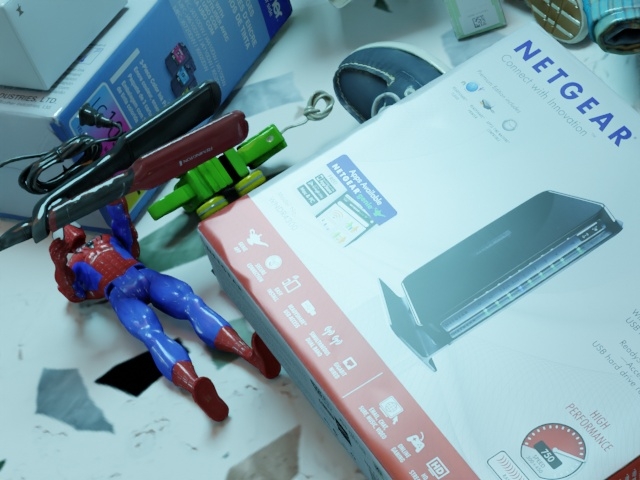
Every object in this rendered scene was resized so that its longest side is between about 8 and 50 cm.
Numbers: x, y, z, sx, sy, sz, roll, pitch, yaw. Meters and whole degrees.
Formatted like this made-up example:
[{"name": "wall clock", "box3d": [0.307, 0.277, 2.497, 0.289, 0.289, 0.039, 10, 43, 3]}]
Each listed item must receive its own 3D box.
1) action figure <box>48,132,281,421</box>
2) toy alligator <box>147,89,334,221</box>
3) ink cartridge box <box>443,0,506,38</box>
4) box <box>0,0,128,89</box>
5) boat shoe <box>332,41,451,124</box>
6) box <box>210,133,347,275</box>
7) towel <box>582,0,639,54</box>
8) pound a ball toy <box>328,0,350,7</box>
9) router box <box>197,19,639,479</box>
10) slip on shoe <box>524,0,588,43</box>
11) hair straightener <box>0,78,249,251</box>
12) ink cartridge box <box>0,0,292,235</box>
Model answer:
[{"name": "action figure", "box3d": [-0.154, 0.019, 1.212, 0.091, 0.139, 0.280, -37, 39, -19]}, {"name": "toy alligator", "box3d": [-0.069, -0.070, 1.335, 0.190, 0.056, 0.051, -34, -1, -10]}, {"name": "ink cartridge box", "box3d": [0.104, -0.326, 1.395, 0.056, 0.235, 0.171, -16, 40, 8]}, {"name": "box", "box3d": [-0.280, -0.210, 1.325, 0.170, 0.091, 0.130, 10, 49, 33]}, {"name": "boat shoe", "box3d": [0.086, -0.087, 1.252, 0.079, 0.095, 0.254, -30, 48, -26]}, {"name": "box", "box3d": [0.000, 0.000, 1.210, 0.162, 0.029, 0.116, -47, 42, -2]}, {"name": "towel", "box3d": [0.351, -0.313, 1.311, 0.271, 0.040, 0.370, -10, 46, 15]}, {"name": "pound a ball toy", "box3d": [0.029, -0.364, 1.487, 0.136, 0.208, 0.319, -39, 37, 26]}, {"name": "router box", "box3d": [0.128, 0.037, 1.041, 0.301, 0.082, 0.335, -33, 54, -12]}, {"name": "slip on shoe", "box3d": [0.208, -0.225, 1.386, 0.041, 0.051, 0.135, 6, 32, -40]}, {"name": "hair straightener", "box3d": [-0.174, -0.062, 1.204, 0.230, 0.047, 0.089, -32, 60, -9]}, {"name": "ink cartridge box", "box3d": [-0.214, -0.202, 1.470, 0.270, 0.151, 0.395, 9, 51, 32]}]
